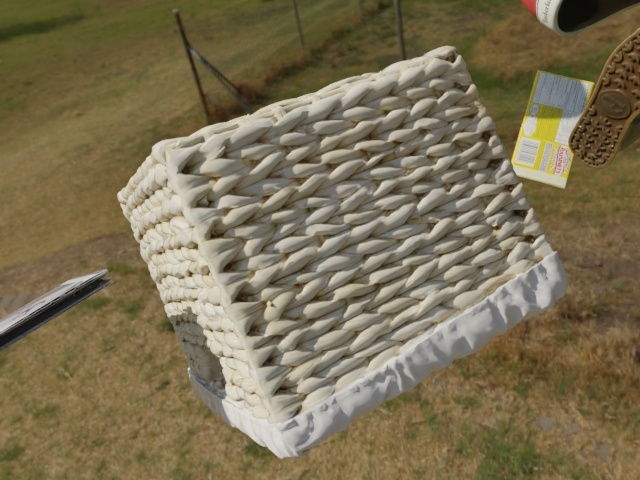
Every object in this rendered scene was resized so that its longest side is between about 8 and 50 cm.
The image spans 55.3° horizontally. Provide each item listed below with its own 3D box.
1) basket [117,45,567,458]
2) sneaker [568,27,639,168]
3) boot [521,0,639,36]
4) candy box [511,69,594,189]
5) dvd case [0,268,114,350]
[{"bbox_3d":[0.000,0.000,0.642,0.331,0.267,0.328,-24,6,-23],"label":"basket"},{"bbox_3d":[0.291,-0.145,0.535,0.086,0.192,0.064,-39,73,-19],"label":"sneaker"},{"bbox_3d":[0.277,-0.299,0.598,0.244,0.088,0.176,-19,53,-12],"label":"boot"},{"bbox_3d":[0.424,-0.204,1.127,0.105,0.206,0.027,17,-5,7],"label":"candy box"},{"bbox_3d":[-0.302,0.092,0.546,0.221,0.018,0.164,-34,12,-29],"label":"dvd case"}]
